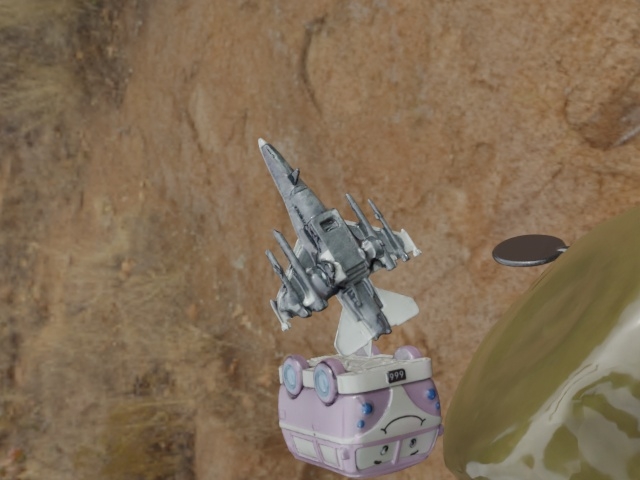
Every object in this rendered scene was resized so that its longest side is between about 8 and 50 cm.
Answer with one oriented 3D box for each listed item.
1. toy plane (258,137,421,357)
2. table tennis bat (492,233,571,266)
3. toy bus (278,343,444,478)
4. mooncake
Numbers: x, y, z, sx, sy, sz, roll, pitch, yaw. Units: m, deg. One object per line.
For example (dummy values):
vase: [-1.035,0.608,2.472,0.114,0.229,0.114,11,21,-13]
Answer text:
toy plane: [0.008,0.002,0.778,0.234,0.160,0.082,63,156,-2]
table tennis bat: [0.476,0.021,1.789,0.236,0.150,0.027,3,115,32]
toy bus: [0.047,0.205,1.040,0.202,0.142,0.142,-10,85,62]
mooncake: [0.379,0.190,1.117,0.262,0.467,0.467,39,128,1]
